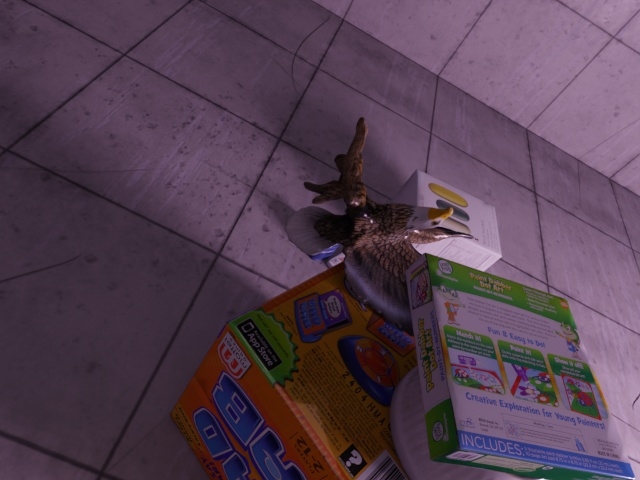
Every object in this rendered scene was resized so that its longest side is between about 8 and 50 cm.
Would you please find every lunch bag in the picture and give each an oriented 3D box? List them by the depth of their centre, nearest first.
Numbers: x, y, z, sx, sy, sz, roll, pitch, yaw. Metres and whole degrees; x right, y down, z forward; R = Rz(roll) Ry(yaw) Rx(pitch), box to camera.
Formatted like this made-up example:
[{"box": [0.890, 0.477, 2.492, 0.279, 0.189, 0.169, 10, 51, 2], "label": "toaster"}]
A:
[{"box": [0.000, 0.000, 1.255, 0.067, 0.065, 0.099, -11, 60, -37], "label": "lunch bag"}]

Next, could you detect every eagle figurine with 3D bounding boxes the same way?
[{"box": [0.120, -0.004, 0.769, 0.226, 0.225, 0.298, -51, 124, -8], "label": "eagle figurine"}]

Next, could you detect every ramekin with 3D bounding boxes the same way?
[{"box": [0.204, 0.237, 0.636, 0.207, 0.109, 0.207, 17, 46, -18], "label": "ramekin"}]

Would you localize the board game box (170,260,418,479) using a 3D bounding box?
[{"box": [0.029, 0.284, 0.825, 0.356, 0.356, 0.357, -25, 69, -42], "label": "board game box"}]

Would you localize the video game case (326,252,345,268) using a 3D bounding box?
[{"box": [0.111, 0.087, 1.283, 0.157, 0.019, 0.143, 49, 45, 13], "label": "video game case"}]

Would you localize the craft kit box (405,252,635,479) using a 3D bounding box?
[{"box": [0.233, 0.154, 0.607, 0.249, 0.061, 0.247, 18, 49, -18], "label": "craft kit box"}]

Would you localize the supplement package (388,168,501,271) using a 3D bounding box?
[{"box": [0.327, -0.022, 1.376, 0.262, 0.198, 0.200, 23, 46, -13], "label": "supplement package"}]
